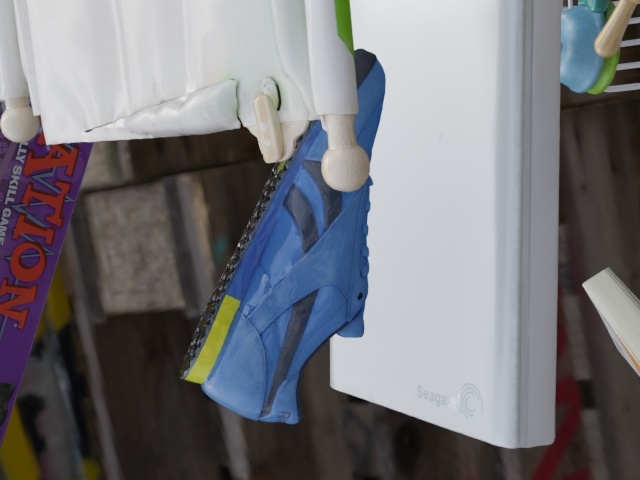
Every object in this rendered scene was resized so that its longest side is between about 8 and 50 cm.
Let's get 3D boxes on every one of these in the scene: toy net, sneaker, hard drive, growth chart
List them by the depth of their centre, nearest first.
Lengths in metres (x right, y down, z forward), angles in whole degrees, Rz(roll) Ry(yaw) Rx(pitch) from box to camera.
[{"bbox_3d":[-0.068,-0.110,0.541,0.237,0.021,0.172,8,101,49],"label":"growth chart"},{"bbox_3d":[0.000,0.000,0.824,0.069,0.082,0.209,-162,96,-84],"label":"sneaker"},{"bbox_3d":[0.070,-0.046,0.913,0.203,0.040,0.307,10,102,59],"label":"hard drive"},{"bbox_3d":[0.209,-0.182,1.030,0.232,0.045,0.122,151,120,-72],"label":"toy net"}]

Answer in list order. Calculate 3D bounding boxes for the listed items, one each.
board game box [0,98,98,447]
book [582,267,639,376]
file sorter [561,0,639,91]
[{"bbox_3d":[-0.209,-0.063,0.786,0.056,0.208,0.347,16,90,35],"label":"board game box"},{"bbox_3d":[0.244,0.096,1.068,0.035,0.096,0.144,-34,42,1],"label":"book"},{"bbox_3d":[0.404,-0.328,1.923,0.278,0.193,0.173,-98,1,-58],"label":"file sorter"}]
